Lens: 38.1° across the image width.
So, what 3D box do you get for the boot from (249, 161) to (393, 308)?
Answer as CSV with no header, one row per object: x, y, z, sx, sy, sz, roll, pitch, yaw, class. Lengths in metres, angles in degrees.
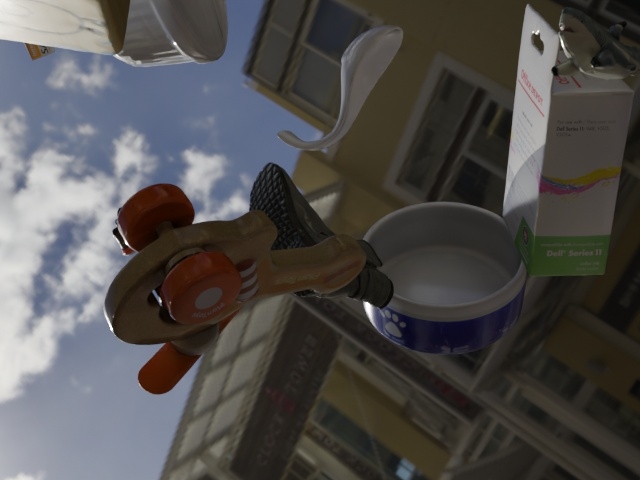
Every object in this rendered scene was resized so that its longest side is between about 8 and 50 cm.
0.000,0.000,1.337,0.161,0.247,0.083,12,-50,-41,boot

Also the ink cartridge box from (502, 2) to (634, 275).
0.356,-0.149,1.349,0.207,0.119,0.354,-93,3,-62,ink cartridge box

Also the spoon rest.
0.047,-0.253,1.576,0.276,0.084,0.137,-47,-12,18,spoon rest

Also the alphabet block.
-0.284,-0.313,0.921,0.197,0.192,0.194,142,134,-82,alphabet block

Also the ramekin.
-0.228,-0.354,1.223,0.273,0.127,0.273,-12,-90,-77,ramekin

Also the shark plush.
0.336,-0.217,1.039,0.073,0.161,0.067,178,95,-74,shark plush

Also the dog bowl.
0.196,0.056,1.487,0.265,0.264,0.104,-39,-41,-36,dog bowl

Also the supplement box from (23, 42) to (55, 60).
-0.418,-0.311,1.326,0.036,0.098,0.062,-25,-42,-12,supplement box

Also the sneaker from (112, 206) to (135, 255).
-0.306,-0.040,1.549,0.061,0.065,0.158,-28,24,18,sneaker

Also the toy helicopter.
-0.090,0.058,1.097,0.355,0.140,0.235,-7,-43,-41,toy helicopter
